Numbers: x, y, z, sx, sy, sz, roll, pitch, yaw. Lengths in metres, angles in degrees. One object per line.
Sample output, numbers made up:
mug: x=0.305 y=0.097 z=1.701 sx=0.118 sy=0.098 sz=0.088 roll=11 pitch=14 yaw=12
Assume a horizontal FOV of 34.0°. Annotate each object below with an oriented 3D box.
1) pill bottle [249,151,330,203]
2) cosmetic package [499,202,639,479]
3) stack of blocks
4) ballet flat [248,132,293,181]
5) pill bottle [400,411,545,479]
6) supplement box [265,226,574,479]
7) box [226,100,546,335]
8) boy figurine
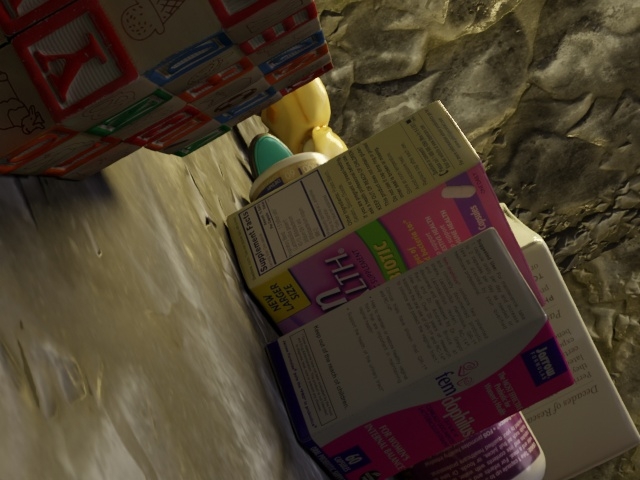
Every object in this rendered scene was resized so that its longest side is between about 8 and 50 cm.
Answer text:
pill bottle: x=0.000 y=0.000 z=1.235 sx=0.187 sy=0.112 sz=0.112 roll=63 pitch=5 yaw=23
cosmetic package: x=0.289 y=0.200 z=1.826 sx=0.394 sy=0.327 sz=0.329 roll=61 pitch=5 yaw=-12
stack of blocks: x=-0.091 y=-0.112 z=0.599 sx=0.087 sy=0.171 sz=0.297 roll=61 pitch=4 yaw=0
ballet flat: x=-0.045 y=-0.062 z=1.451 sx=0.203 sy=0.074 sz=0.074 roll=53 pitch=8 yaw=-21
pill bottle: x=0.169 y=0.244 z=1.280 sx=0.302 sy=0.169 sz=0.169 roll=61 pitch=5 yaw=3
supplement box: x=0.084 y=0.104 z=0.886 sx=0.111 sy=0.220 sz=0.114 roll=56 pitch=7 yaw=-45
box: x=0.068 y=0.022 z=1.044 sx=0.213 sy=0.243 sz=0.117 roll=58 pitch=6 yaw=-40
boy figurine: x=-0.053 y=-0.181 z=1.539 sx=0.092 sy=0.177 sz=0.285 roll=-15 pitch=61 yaw=-40
